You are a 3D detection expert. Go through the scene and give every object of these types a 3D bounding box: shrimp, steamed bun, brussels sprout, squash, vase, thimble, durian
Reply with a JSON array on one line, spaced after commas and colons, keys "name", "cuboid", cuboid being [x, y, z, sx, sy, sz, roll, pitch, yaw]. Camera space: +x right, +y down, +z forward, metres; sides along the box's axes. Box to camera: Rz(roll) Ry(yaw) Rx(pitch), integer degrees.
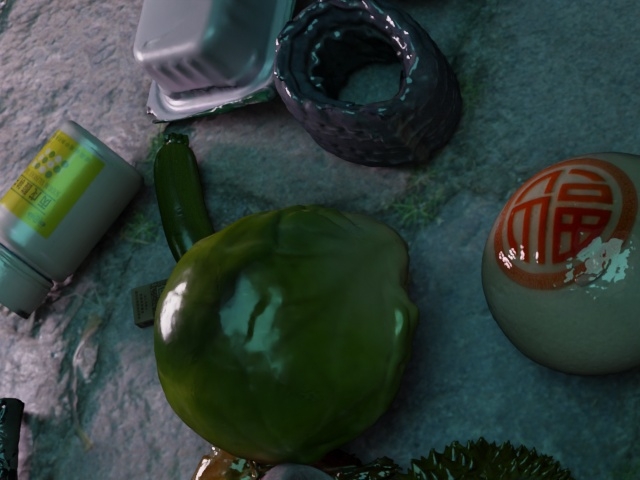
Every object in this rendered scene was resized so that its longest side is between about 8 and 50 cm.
[{"name": "shrimp", "cuboid": [-0.036, 0.295, 1.852, 0.294, 0.062, 0.154, -9, 61, 19]}, {"name": "steamed bun", "cuboid": [0.310, 0.013, 1.726, 0.283, 0.177, 0.283, -23, 45, 25]}, {"name": "brussels sprout", "cuboid": [-0.040, 0.111, 1.825, 0.344, 0.268, 0.344, 2, 69, -6]}, {"name": "squash", "cuboid": [-0.185, -0.040, 2.038, 0.069, 0.069, 0.258, -24, 63, 11]}, {"name": "vase", "cuboid": [-0.422, 0.297, 1.997, 0.059, 0.059, 0.167, -14, 65, 15]}, {"name": "thimble", "cuboid": [0.059, -0.207, 1.955, 0.205, 0.172, 0.236, -44, 63, 3]}, {"name": "durian", "cuboid": [0.147, 0.345, 1.728, 0.306, 0.166, 0.172, -56, 23, -20]}]

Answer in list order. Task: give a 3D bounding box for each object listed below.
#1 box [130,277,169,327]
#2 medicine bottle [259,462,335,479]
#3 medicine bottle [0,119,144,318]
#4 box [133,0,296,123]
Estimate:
[{"name": "box", "cuboid": [-0.213, 0.082, 2.024, 0.083, 0.024, 0.053, -18, 64, 15]}, {"name": "medicine bottle", "cuboid": [-0.068, 0.381, 1.749, 0.247, 0.147, 0.147, -50, 57, 27]}, {"name": "medicine bottle", "cuboid": [-0.371, -0.028, 2.061, 0.143, 0.143, 0.258, 35, 86, 28]}, {"name": "box", "cuboid": [-0.156, -0.341, 2.085, 0.264, 0.106, 0.337, -6, 67, 39]}]
